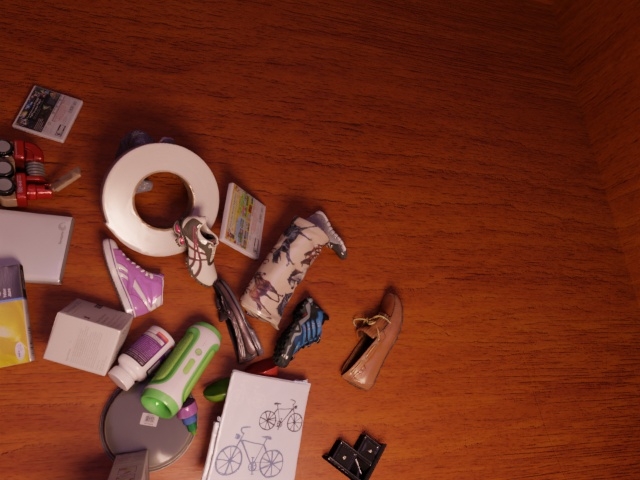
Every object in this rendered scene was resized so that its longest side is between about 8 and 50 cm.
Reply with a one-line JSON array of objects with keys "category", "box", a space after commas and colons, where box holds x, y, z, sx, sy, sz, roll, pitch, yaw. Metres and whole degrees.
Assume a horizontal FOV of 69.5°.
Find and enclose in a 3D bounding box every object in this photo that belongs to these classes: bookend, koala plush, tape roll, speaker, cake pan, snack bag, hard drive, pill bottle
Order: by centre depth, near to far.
[{"category": "cake pan", "box": [-0.529, 0.562, 1.432, 0.293, 0.054, 0.293, 6, 67, -16]}, {"category": "speaker", "box": [-0.427, 0.397, 1.443, 0.131, 0.131, 0.296, 33, 41, -4]}, {"category": "pill bottle", "box": [-0.560, 0.369, 1.446, 0.108, 0.108, 0.193, 42, 50, 1]}, {"category": "snack bag", "box": [-0.192, 0.594, 1.459, 0.323, 0.037, 0.342, 21, 71, -33]}, {"category": "hard drive", "box": [-1.013, 0.015, 1.490, 0.353, 0.047, 0.233, 6, 68, -16]}, {"category": "bookend", "box": [0.117, 0.718, 1.571, 0.156, 0.072, 0.157, 39, 63, 0]}, {"category": "tape roll", "box": [-0.543, -0.139, 1.578, 0.392, 0.072, 0.391, -8, 105, -32]}, {"category": "koala plush", "box": [-0.595, -0.305, 1.683, 0.221, 0.203, 0.196, -11, 54, -45]}]

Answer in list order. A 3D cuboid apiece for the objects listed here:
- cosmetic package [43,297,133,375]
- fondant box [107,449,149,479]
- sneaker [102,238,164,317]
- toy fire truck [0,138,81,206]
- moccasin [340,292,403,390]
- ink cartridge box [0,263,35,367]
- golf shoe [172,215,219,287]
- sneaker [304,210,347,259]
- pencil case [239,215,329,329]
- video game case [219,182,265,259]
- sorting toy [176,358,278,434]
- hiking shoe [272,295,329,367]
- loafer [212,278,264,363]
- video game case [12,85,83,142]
[{"category": "cosmetic package", "box": [-0.699, 0.289, 1.400, 0.184, 0.151, 0.151, 21, 95, -11]}, {"category": "fondant box", "box": [-0.500, 0.727, 1.193, 0.096, 0.330, 0.238, -2, 87, -18]}, {"category": "sneaker", "box": [-0.624, 0.110, 1.558, 0.161, 0.102, 0.282, -22, 88, -28]}, {"category": "toy fire truck", "box": [-0.956, -0.234, 1.560, 0.246, 0.158, 0.217, -3, 70, -32]}, {"category": "moccasin", "box": [0.190, 0.356, 1.711, 0.147, 0.139, 0.380, 35, 72, -12]}, {"category": "ink cartridge box", "box": [-1.038, 0.240, 1.357, 0.307, 0.072, 0.303, -9, 84, -24]}, {"category": "golf shoe", "box": [-0.402, 0.042, 1.579, 0.120, 0.272, 0.105, -11, 26, 16]}, {"category": "sneaker", "box": [0.000, 0.000, 1.814, 0.132, 0.086, 0.228, -25, 69, -20]}, {"category": "pencil case", "box": [-0.120, 0.105, 1.651, 0.160, 0.183, 0.410, 18, 67, 36]}, {"category": "video game case", "box": [-0.283, -0.067, 1.699, 0.206, 0.026, 0.226, 37, 52, -53]}, {"category": "sorting toy", "box": [-0.281, 0.515, 1.499, 0.366, 0.127, 0.126, -20, 100, -34]}, {"category": "hiking shoe", "box": [-0.056, 0.330, 1.611, 0.132, 0.113, 0.304, 39, 44, -8]}, {"category": "loafer", "box": [-0.304, 0.279, 1.590, 0.095, 0.109, 0.302, -28, 83, -21]}, {"category": "video game case", "box": [-0.998, -0.464, 1.695, 0.173, 0.022, 0.190, 17, 66, -12]}]
